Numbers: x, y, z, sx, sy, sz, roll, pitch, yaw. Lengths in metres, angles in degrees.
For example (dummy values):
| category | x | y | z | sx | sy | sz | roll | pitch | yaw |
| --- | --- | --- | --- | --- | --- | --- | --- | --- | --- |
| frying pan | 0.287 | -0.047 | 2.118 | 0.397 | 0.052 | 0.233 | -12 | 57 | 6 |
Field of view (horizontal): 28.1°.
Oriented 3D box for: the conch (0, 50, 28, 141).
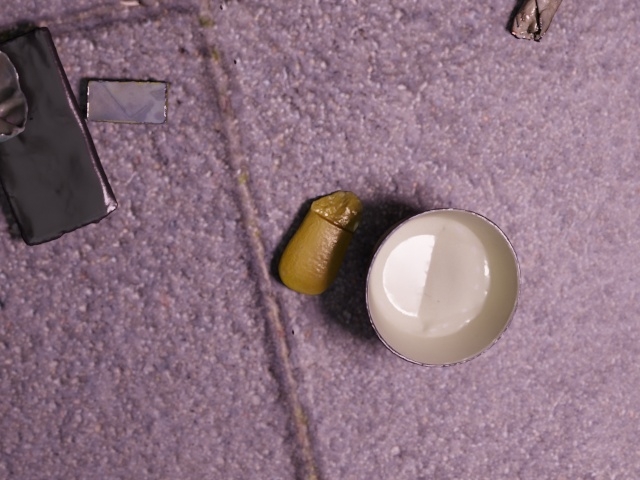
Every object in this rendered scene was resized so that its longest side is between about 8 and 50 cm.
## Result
| category | x | y | z | sx | sy | sz | roll | pitch | yaw |
| --- | --- | --- | --- | --- | --- | --- | --- | --- | --- |
| conch | -0.515 | -0.238 | 1.678 | 0.220 | 0.195 | 0.277 | -16 | 63 | -33 |

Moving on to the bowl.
| category | x | y | z | sx | sy | sz | roll | pitch | yaw |
| --- | --- | --- | --- | --- | --- | --- | --- | --- | --- |
| bowl | 0.167 | 0.059 | 1.891 | 0.238 | 0.126 | 0.237 | -2 | 100 | -10 |

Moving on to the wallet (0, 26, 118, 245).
| category | x | y | z | sx | sy | sz | roll | pitch | yaw |
| --- | --- | --- | --- | --- | --- | --- | --- | --- | --- |
| wallet | -0.399 | -0.143 | 1.798 | 0.146 | 0.030 | 0.285 | -22 | 103 | -7 |

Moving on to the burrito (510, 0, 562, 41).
| category | x | y | z | sx | sy | sz | roll | pitch | yaw |
| --- | --- | --- | --- | --- | --- | --- | --- | --- | --- |
| burrito | 0.339 | -0.370 | 1.888 | 0.051 | 0.042 | 0.171 | 27 | 91 | -13 |

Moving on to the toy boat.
| category | x | y | z | sx | sy | sz | roll | pitch | yaw |
| --- | --- | --- | --- | --- | --- | --- | --- | --- | --- |
| toy boat | -0.273 | -0.197 | 1.818 | 0.115 | 0.016 | 0.063 | 2 | 101 | -10 |

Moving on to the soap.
| category | x | y | z | sx | sy | sz | roll | pitch | yaw |
| --- | --- | --- | --- | --- | --- | --- | --- | --- | --- |
| soap | 0.000 | 0.000 | 1.897 | 0.089 | 0.033 | 0.168 | 23 | 95 | -16 |
